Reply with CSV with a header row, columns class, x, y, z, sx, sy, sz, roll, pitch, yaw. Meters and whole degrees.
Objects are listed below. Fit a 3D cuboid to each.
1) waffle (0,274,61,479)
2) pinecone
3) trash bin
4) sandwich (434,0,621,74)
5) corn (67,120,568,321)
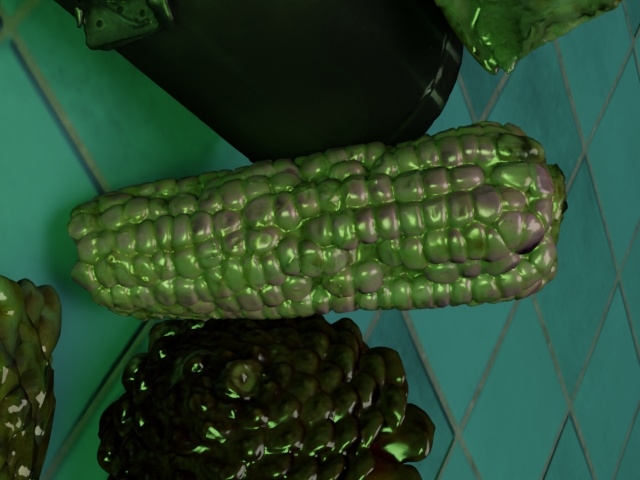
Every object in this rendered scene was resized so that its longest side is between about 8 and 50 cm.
class,x,y,z,sx,sy,sz,roll,pitch,yaw
waffle,-0.199,0.127,0.661,0.204,0.054,0.224,-25,129,-77
pinecone,-0.027,0.183,0.862,0.246,0.246,0.292,-64,152,-30
trash bin,-0.055,-0.187,0.805,0.301,0.202,0.252,36,45,-52
sandwich,0.110,-0.251,0.763,0.227,0.155,0.198,52,19,-21
corn,0.000,-0.002,0.802,0.126,0.335,0.127,-8,90,-86
